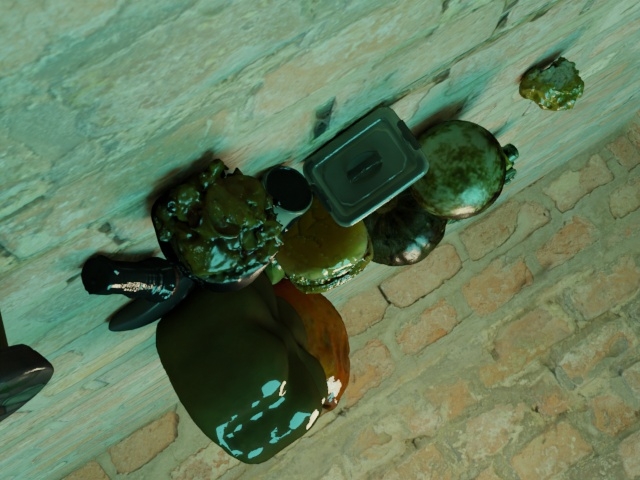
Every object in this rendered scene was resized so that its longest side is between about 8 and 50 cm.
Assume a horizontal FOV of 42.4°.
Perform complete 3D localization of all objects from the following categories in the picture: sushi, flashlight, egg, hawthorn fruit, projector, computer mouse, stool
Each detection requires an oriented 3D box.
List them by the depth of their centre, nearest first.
[{"bbox_3d":[-0.561,0.196,1.240,0.272,0.178,0.272,-32,169,-7],"label":"stool"},{"bbox_3d":[-0.170,-0.026,1.396,0.200,0.213,0.204,-54,-173,-11],"label":"sushi"},{"bbox_3d":[-0.352,0.073,1.531,0.093,0.093,0.232,-36,166,16],"label":"flashlight"},{"bbox_3d":[-0.138,-0.019,1.680,0.108,0.108,0.337,-23,166,-40],"label":"projector"},{"bbox_3d":[-0.372,0.146,1.862,0.232,0.057,0.120,-34,169,9],"label":"computer mouse"},{"bbox_3d":[0.327,-0.169,1.988,0.238,0.238,0.289,-35,177,12],"label":"egg"},{"bbox_3d":[-0.119,0.342,2.449,0.471,0.472,0.472,-32,169,-7],"label":"hawthorn fruit"}]

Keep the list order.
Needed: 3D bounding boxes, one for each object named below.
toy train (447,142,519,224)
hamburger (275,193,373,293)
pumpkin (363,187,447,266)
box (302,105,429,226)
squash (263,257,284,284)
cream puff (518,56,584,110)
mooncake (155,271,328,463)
[{"bbox_3d":[0.430,-0.175,2.516,0.369,0.150,0.237,-41,160,28],"label":"toy train"},{"bbox_3d":[0.000,0.000,1.876,0.244,0.244,0.163,-33,148,-1],"label":"hamburger"},{"bbox_3d":[0.218,-0.043,2.268,0.325,0.232,0.242,-32,172,12],"label":"pumpkin"},{"bbox_3d":[0.093,-0.147,1.659,0.227,0.162,0.130,-35,179,11],"label":"box"},{"bbox_3d":[-0.125,0.067,2.174,0.077,0.068,0.219,2,163,-4],"label":"squash"},{"bbox_3d":[0.579,-0.378,2.062,0.156,0.156,0.121,-28,150,-24],"label":"cream puff"},{"bbox_3d":[-0.173,0.288,1.993,0.262,0.467,0.467,-34,169,8],"label":"mooncake"}]
